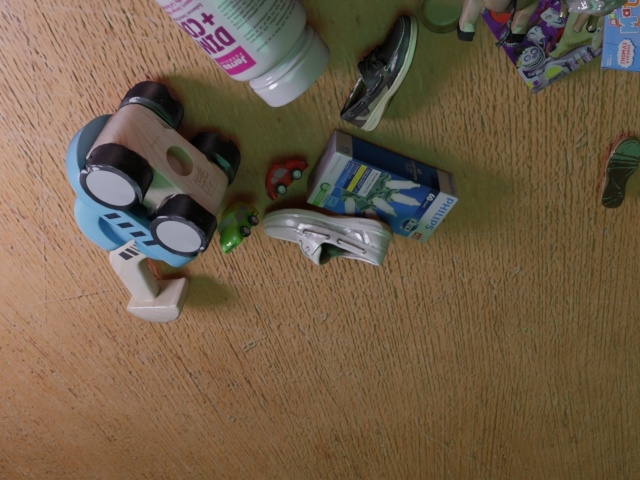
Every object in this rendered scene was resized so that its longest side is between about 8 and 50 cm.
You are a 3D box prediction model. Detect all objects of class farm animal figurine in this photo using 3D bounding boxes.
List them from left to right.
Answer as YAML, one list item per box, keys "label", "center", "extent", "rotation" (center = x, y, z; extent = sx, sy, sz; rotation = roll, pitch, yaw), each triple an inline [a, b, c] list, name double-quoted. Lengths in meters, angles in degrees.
- label: "farm animal figurine"
  center: [0.200, -0.402, 0.880]
  extent: [0.330, 0.326, 0.172]
  rotation: [-12, 146, -12]

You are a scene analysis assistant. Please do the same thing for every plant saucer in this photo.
- label: "plant saucer"
  center: [0.200, -0.376, 1.099]
  extent: [0.083, 0.015, 0.083]
  rotation: [0, 133, 0]

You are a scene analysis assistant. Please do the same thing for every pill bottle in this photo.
- label: "pill bottle"
  center: [-0.123, -0.347, 1.028]
  extent: [0.160, 0.160, 0.283]
  rotation: [-31, 125, 25]

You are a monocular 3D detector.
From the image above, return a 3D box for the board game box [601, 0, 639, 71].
- label: "board game box"
  center: [0.532, -0.320, 1.002]
  extent: [0.211, 0.039, 0.160]
  rotation: [17, 141, 31]

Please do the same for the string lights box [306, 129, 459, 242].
- label: "string lights box"
  center: [0.118, -0.100, 1.308]
  extent: [0.260, 0.076, 0.133]
  rotation: [18, 130, -16]

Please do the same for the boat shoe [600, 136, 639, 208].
- label: "boat shoe"
  center: [0.573, -0.136, 1.305]
  extent: [0.056, 0.048, 0.153]
  rotation: [6, 127, 11]

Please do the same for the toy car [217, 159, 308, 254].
- label: "toy car"
  center: [-0.138, -0.053, 1.268]
  extent: [0.053, 0.225, 0.239]
  rotation: [45, 121, -11]

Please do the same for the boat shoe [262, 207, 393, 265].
- label: "boat shoe"
  center: [0.000, 0.000, 1.332]
  extent: [0.277, 0.096, 0.098]
  rotation: [6, 163, 28]

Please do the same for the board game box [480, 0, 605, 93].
- label: "board game box"
  center: [0.438, -0.401, 1.057]
  extent: [0.347, 0.056, 0.208]
  rotation: [-31, 121, 26]

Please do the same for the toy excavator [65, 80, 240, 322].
- label: "toy excavator"
  center: [-0.341, -0.030, 1.318]
  extent: [0.445, 0.222, 0.433]
  rotation: [-23, 130, 37]

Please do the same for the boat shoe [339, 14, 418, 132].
- label: "boat shoe"
  center: [0.095, -0.279, 1.145]
  extent: [0.073, 0.080, 0.223]
  rotation: [10, 136, -16]
